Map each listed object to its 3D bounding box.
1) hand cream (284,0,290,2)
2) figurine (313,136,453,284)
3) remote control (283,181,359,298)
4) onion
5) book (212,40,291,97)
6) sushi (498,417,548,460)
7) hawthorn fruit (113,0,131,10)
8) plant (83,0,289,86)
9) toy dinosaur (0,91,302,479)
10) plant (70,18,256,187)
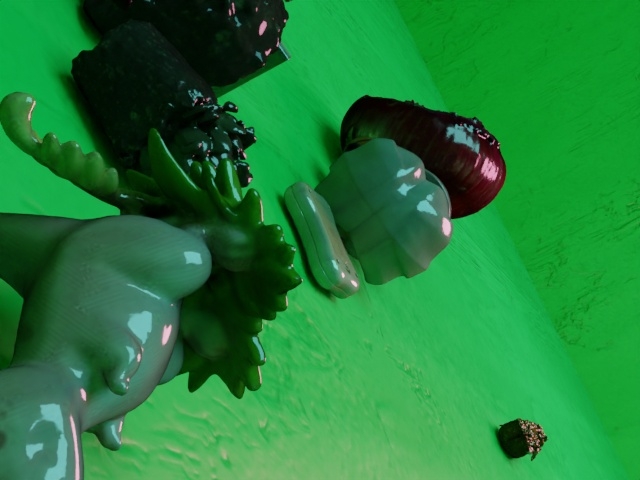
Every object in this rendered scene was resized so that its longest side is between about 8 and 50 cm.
[{"bbox_3d":[-0.111,-0.349,1.099,0.275,0.050,0.079,49,48,-5],"label":"hand cream"},{"bbox_3d":[0.076,-0.043,1.265,0.176,0.133,0.236,53,11,3],"label":"figurine"},{"bbox_3d":[0.000,0.000,1.113,0.074,0.032,0.122,38,28,-58],"label":"remote control"},{"bbox_3d":[0.137,-0.110,1.486,0.248,0.248,0.161,24,70,-68],"label":"onion"},{"bbox_3d":[-0.103,-0.201,1.002,0.135,0.103,0.017,56,32,-17],"label":"book"},{"bbox_3d":[0.282,0.271,1.520,0.061,0.060,0.118,68,16,6],"label":"sushi"},{"bbox_3d":[-0.180,-0.226,0.421,0.369,0.284,0.285,56,14,-37],"label":"hawthorn fruit"},{"bbox_3d":[-0.140,-0.251,0.874,0.274,0.146,0.149,53,19,-27],"label":"plant"},{"bbox_3d":[-0.115,0.049,0.514,0.177,0.152,0.194,-14,61,-36],"label":"toy dinosaur"},{"bbox_3d":[-0.109,-0.086,0.786,0.143,0.094,0.092,56,3,-1],"label":"plant"}]
